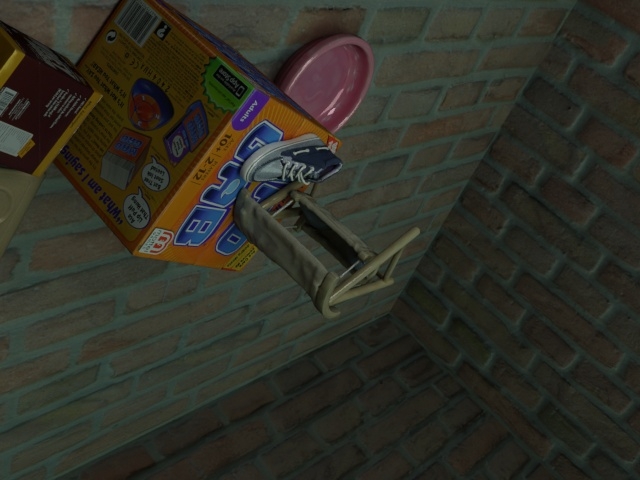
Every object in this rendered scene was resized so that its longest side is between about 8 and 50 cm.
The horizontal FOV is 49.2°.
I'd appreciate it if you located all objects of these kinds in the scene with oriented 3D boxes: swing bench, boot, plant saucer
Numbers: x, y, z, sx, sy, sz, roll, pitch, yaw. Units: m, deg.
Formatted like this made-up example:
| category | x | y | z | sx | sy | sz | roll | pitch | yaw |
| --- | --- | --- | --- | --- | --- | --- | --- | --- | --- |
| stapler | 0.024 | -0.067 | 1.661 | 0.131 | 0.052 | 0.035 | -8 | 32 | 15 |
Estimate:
| category | x | y | z | sx | sy | sz | roll | pitch | yaw |
| --- | --- | --- | --- | --- | --- | --- | --- | --- | --- |
| swing bench | 0.000 | 0.000 | 1.339 | 0.254 | 0.253 | 0.165 | -26 | 150 | -38 |
| boot | -0.048 | -0.134 | 1.255 | 0.190 | 0.086 | 0.069 | -29 | 151 | -35 |
| plant saucer | -0.007 | -0.389 | 1.792 | 0.332 | 0.084 | 0.332 | -37 | 154 | -21 |

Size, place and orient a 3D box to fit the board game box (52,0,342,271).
| category | x | y | z | sx | sy | sz | roll | pitch | yaw |
| --- | --- | --- | --- | --- | --- | --- | --- | --- | --- |
| board game box | -0.252 | -0.198 | 1.371 | 0.356 | 0.356 | 0.356 | -51 | 156 | 11 |

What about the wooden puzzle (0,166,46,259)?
| category | x | y | z | sx | sy | sz | roll | pitch | yaw |
| --- | --- | --- | --- | --- | --- | --- | --- | --- | --- |
| wooden puzzle | -0.712 | -0.022 | 1.270 | 0.322 | 0.080 | 0.348 | -54 | 159 | 19 |

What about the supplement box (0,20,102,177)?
| category | x | y | z | sx | sy | sz | roll | pitch | yaw |
| --- | --- | --- | --- | --- | --- | --- | --- | --- | --- |
| supplement box | -0.517 | -0.239 | 1.169 | 0.191 | 0.129 | 0.194 | -50 | 155 | 8 |
